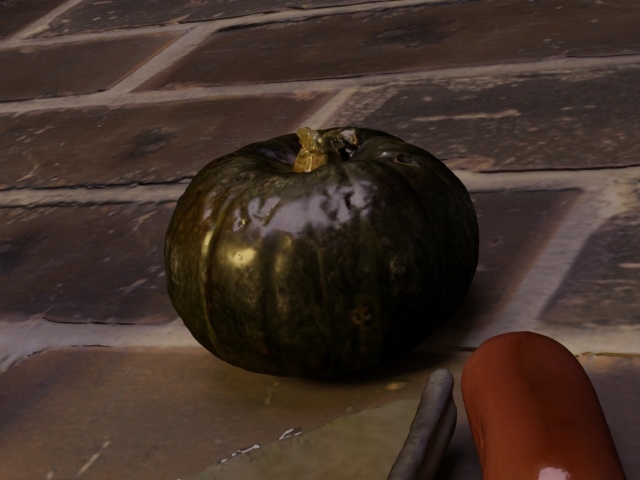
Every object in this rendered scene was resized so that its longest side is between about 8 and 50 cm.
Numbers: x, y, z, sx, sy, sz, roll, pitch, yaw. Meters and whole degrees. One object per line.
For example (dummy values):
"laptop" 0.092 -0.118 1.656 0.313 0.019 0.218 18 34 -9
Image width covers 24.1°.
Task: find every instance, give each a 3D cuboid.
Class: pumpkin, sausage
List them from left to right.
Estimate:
"pumpkin" 0.000 0.000 1.025 0.223 0.157 0.224 -5 18 2
"sausage" 0.120 0.111 0.811 0.077 0.077 0.194 -14 23 5

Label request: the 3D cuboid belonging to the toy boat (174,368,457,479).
"toy boat" -0.047 0.175 0.760 0.276 0.111 0.293 -15 11 3
